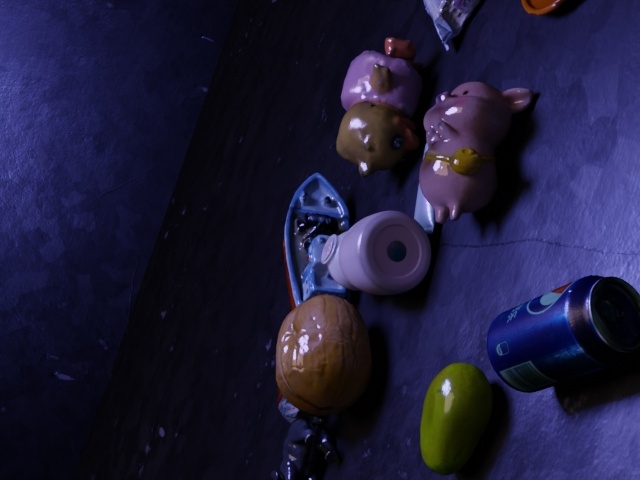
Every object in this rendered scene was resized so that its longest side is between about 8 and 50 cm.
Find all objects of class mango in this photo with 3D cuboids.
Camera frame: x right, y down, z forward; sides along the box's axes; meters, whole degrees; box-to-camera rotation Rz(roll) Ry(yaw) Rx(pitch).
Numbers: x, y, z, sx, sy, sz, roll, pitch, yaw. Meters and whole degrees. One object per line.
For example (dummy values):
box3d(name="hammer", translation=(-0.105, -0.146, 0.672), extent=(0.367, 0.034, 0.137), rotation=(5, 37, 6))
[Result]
box3d(name="mango", translation=(0.192, 0.258, 1.444), extent=(0.163, 0.089, 0.117), rotation=(-66, 22, 11))

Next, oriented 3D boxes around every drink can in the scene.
box3d(name="drink can", translation=(0.311, 0.120, 1.248), extent=(0.205, 0.118, 0.118), rotation=(-33, 42, 54))

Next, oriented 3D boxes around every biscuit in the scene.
box3d(name="biscuit", translation=(0.294, -0.536, 1.898), extent=(0.309, 0.079, 0.186), rotation=(-57, 27, 29))

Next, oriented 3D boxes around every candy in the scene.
box3d(name="candy", translation=(-0.049, 0.302, 1.976), extent=(0.086, 0.059, 0.292), rotation=(-62, 8, 9))

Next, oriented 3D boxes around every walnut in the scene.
box3d(name="walnut", translation=(0.005, 0.211, 1.806), extent=(0.193, 0.193, 0.225), rotation=(-52, 29, 37))

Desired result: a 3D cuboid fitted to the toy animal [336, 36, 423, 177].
box3d(name="toy animal", translation=(0.118, -0.256, 1.965), extent=(0.195, 0.169, 0.281), rotation=(56, -144, -63))

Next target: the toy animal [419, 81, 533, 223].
box3d(name="toy animal", translation=(0.237, -0.146, 1.619), extent=(0.165, 0.149, 0.248), rotation=(0, 64, 53))

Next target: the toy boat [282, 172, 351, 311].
box3d(name="toy boat", translation=(0.000, 0.000, 2.036), extent=(0.133, 0.145, 0.332), rotation=(118, 155, -48))

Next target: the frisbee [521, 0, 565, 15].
box3d(name="frisbee", translation=(0.404, -0.458, 1.627), extent=(0.192, 0.035, 0.192), rotation=(-48, 31, 42))

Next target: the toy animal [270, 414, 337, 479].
box3d(name="toy animal", translation=(-0.042, 0.451, 1.852), extent=(0.137, 0.082, 0.269), rotation=(-128, 56, -68))

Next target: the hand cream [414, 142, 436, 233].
box3d(name="hand cream", translation=(0.204, -0.108, 1.790), extent=(0.078, 0.050, 0.205), rotation=(-9, 67, 66))

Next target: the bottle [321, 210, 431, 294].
box3d(name="bottle", translation=(0.090, 0.031, 1.810), extent=(0.236, 0.147, 0.147), rotation=(-15, 58, 67))
